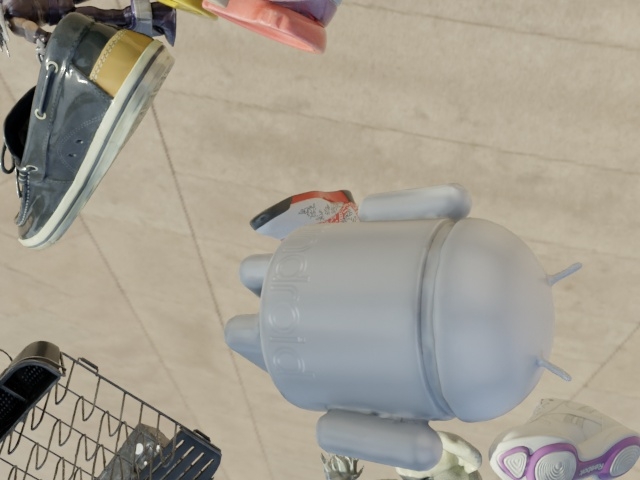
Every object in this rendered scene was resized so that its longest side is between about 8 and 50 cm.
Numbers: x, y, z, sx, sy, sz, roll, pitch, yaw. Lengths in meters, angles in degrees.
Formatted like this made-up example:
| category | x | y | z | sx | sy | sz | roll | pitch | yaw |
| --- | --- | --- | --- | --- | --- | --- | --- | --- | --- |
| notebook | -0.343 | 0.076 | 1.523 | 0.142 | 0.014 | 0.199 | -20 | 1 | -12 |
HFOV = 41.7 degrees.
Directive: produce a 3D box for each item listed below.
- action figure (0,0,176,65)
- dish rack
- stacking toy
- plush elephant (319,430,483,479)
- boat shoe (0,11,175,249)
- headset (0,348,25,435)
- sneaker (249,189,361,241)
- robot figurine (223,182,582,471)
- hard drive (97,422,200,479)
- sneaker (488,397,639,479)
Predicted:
| category | x | y | z | sx | sy | sz | roll | pitch | yaw |
| --- | --- | --- | --- | --- | --- | --- | --- | --- | --- |
| action figure | -0.347 | -0.320 | 1.161 | 0.285 | 0.185 | 0.099 | -9 | 165 | -17 |
| dish rack | -0.245 | 0.236 | 0.862 | 0.271 | 0.074 | 0.208 | 39 | 104 | -24 |
| stacking toy | -0.130 | -0.340 | 0.985 | 0.309 | 0.130 | 0.279 | 24 | -173 | 27 |
| plush elephant | 0.147 | 0.424 | 1.238 | 0.256 | 0.330 | 0.272 | -22 | 138 | 12 |
| boat shoe | -0.366 | -0.146 | 1.204 | 0.156 | 0.186 | 0.500 | 32 | 143 | -14 |
| headset | -0.628 | 0.204 | 1.274 | 0.394 | 0.185 | 0.243 | 16 | 178 | -43 |
| sneaker | 0.001 | -0.001 | 1.369 | 0.090 | 0.144 | 0.270 | -28 | 173 | 30 |
| robot figurine | 0.079 | 0.079 | 0.852 | 0.354 | 0.299 | 0.200 | -3 | 156 | 27 |
| hard drive | -0.243 | 0.477 | 1.303 | 0.339 | 0.236 | 0.064 | 33 | 176 | 37 |
| sneaker | 0.357 | 0.315 | 1.310 | 0.305 | 0.114 | 0.152 | 7 | -160 | -36 |
